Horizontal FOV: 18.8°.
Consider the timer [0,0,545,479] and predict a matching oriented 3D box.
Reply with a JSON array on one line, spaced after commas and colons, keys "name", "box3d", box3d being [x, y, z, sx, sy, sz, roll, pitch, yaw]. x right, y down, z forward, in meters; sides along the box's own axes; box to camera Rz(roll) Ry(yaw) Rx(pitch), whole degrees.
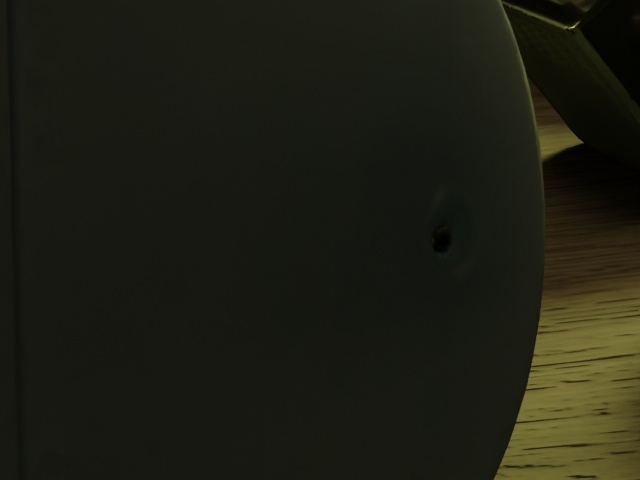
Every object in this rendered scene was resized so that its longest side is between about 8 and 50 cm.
[{"name": "timer", "box3d": [-0.062, 0.001, 0.802, 0.173, 0.395, 0.395, 3, 24, 45]}]

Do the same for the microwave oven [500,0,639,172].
[{"name": "microwave oven", "box3d": [0.270, -0.203, 1.279, 0.295, 0.181, 0.237, -42, 21, -1]}]
